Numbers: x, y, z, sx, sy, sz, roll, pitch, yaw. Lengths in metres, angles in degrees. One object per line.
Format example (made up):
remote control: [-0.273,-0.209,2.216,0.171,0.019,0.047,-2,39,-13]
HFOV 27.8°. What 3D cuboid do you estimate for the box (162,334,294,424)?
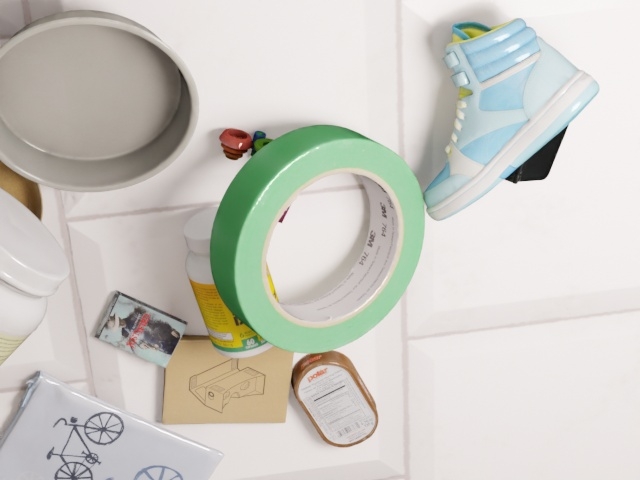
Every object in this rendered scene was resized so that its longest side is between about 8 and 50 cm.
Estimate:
box: [-0.146,0.221,2.040,0.201,0.021,0.164,1,120,-11]

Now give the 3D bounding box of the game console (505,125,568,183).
game console: [0.299,-0.152,1.906,0.107,0.071,0.122,23,117,12]

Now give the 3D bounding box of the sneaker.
sneaker: [0.216,-0.185,1.815,0.208,0.127,0.319,48,122,3]

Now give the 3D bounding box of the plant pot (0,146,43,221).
plant pot: [-0.508,-0.055,1.809,0.236,0.032,0.236,-4,120,-8]

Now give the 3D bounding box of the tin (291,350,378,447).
tin: [0.025,0.257,2.083,0.106,0.040,0.190,-29,120,3]

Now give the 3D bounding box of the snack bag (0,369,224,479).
snack bag: [-0.378,0.392,2.088,0.342,0.037,0.323,27,113,-17]

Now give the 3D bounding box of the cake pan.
cake pan: [-0.309,-0.188,1.718,0.293,0.054,0.293,-5,136,-5]

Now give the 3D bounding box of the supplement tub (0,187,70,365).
supplement tub: [-0.518,0.092,1.729,0.325,0.235,0.235,-45,117,9]

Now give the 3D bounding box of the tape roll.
tape roll: [0.000,0.000,1.831,0.321,0.077,0.321,-15,118,-30]

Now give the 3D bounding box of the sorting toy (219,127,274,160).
sorting toy: [-0.095,-0.125,1.824,0.102,0.061,0.042,20,118,6]

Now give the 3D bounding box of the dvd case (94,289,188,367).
dvd case: [-0.272,0.135,1.959,0.119,0.013,0.087,26,113,-8]

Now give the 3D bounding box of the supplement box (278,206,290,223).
supplement box: [-0.066,-0.075,1.868,0.055,0.043,0.083,17,116,-20]

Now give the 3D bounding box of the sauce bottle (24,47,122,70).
sauce bottle: [-0.328,-0.247,1.722,0.128,0.042,0.042,9,118,-13]

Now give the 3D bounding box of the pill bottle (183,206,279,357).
pill bottle: [-0.130,0.059,1.891,0.117,0.118,0.208,-16,121,-1]
